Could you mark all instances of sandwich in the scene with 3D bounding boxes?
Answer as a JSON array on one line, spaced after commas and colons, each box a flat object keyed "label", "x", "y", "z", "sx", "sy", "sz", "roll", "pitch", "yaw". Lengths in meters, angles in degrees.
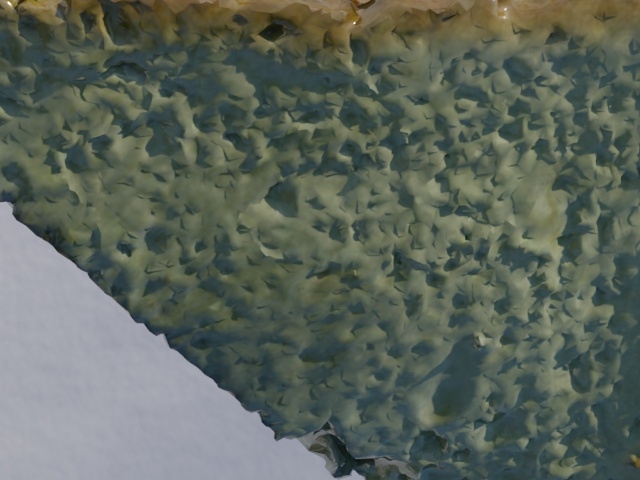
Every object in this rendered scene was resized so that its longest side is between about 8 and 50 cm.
[{"label": "sandwich", "x": 0.000, "y": 0.003, "z": 0.489, "sx": 0.288, "sy": 0.100, "sz": 0.254, "roll": 1, "pitch": 126, "yaw": -6}]
